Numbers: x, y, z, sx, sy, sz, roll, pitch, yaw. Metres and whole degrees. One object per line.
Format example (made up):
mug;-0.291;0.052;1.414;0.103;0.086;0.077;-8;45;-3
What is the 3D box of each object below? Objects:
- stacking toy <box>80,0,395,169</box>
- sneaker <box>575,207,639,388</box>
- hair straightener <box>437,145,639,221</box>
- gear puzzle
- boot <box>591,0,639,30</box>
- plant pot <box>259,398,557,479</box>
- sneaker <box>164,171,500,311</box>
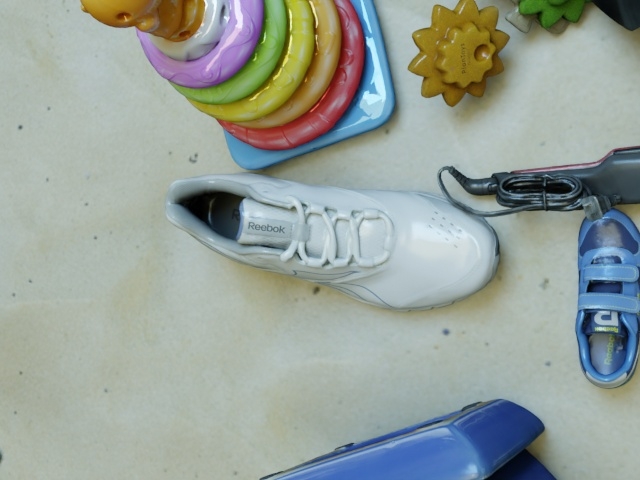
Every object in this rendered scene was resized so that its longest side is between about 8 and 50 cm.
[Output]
stacking toy;-0.078;-0.161;0.590;0.175;0.302;0.165;-17;84;24
sneaker;0.224;0.046;0.591;0.053;0.059;0.144;-2;88;26
hair straightener;0.199;-0.047;0.583;0.231;0.089;0.047;2;108;23
gear puzzle;0.173;-0.247;0.559;0.338;0.176;0.044;-55;31;15
boot;0.310;-0.197;0.474;0.229;0.091;0.263;-31;51;4
plant pot;0.081;0.247;0.567;0.236;0.236;0.212;-24;75;23
sneaker;0.000;0.000;0.652;0.297;0.129;0.110;7;91;22
